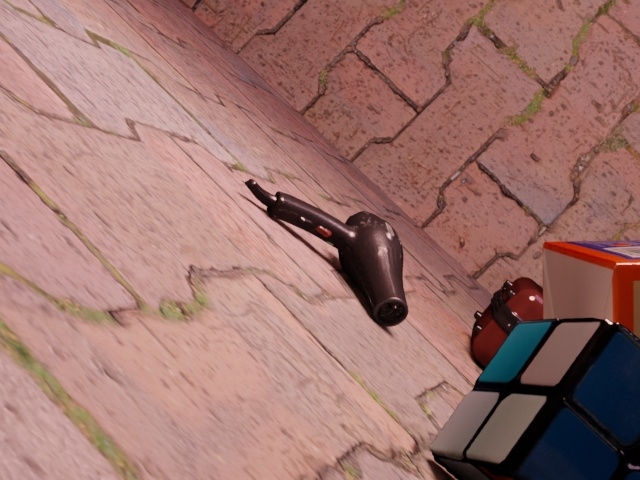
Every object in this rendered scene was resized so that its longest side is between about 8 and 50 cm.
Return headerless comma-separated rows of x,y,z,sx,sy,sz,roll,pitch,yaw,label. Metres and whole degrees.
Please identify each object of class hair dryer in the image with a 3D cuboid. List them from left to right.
0.000,0.000,1.517,0.272,0.091,0.235,26,24,-22,hair dryer

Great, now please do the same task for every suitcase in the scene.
0.381,0.189,1.960,0.236,0.161,0.297,43,7,4,suitcase

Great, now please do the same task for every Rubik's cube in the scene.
0.235,0.188,1.029,0.183,0.167,0.180,42,-15,-8,Rubik's cube

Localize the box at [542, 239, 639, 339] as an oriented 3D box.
0.453,0.163,1.472,0.257,0.318,0.349,-2,3,-3,box
